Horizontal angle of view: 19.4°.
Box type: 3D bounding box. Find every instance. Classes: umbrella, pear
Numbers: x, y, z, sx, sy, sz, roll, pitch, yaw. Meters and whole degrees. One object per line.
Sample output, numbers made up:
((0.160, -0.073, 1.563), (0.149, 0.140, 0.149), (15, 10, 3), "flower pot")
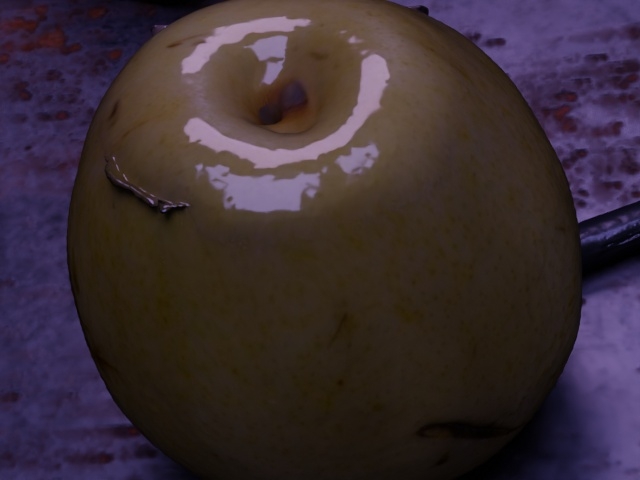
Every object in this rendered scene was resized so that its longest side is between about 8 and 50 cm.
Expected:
((0.175, 0.000, 1.203), (0.133, 0.031, 0.036), (-20, 55, -5), "umbrella")
((0.000, 0.000, 1.077), (0.309, 0.309, 0.309), (-5, 54, 7), "pear")

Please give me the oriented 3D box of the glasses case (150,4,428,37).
((-0.017, -0.100, 1.301), (0.193, 0.070, 0.102), (-4, 81, 6), "glasses case")
